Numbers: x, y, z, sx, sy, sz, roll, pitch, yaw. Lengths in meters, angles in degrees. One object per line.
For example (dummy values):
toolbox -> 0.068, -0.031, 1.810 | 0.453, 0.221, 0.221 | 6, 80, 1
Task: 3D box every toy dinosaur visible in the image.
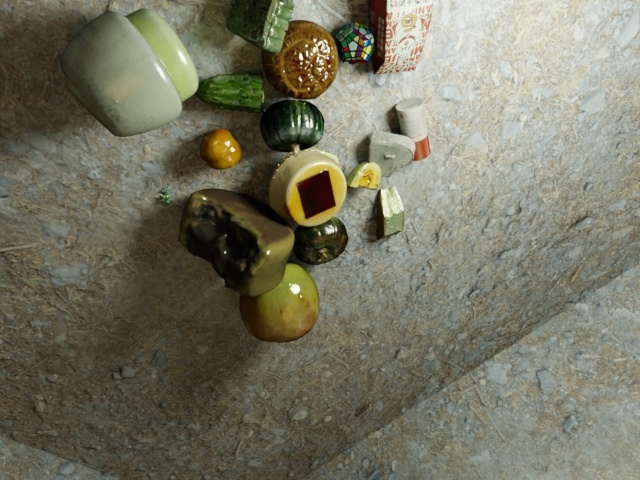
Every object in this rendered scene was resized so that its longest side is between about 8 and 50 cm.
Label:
toy dinosaur -> -0.554, -0.159, 1.798 | 0.083, 0.021, 0.062 | -36, 133, 15

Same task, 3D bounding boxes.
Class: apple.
apple -> -0.170, 0.240, 2.009 | 0.339, 0.338, 0.304 | -14, 112, -7

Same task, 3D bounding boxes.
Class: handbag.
handbag -> 0.253, -0.675, 1.583 | 0.171, 0.151, 0.298 | -15, 131, -12

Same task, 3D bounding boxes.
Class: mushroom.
mushroom -> -0.059, -0.568, 1.573 | 0.253, 0.153, 0.253 | -8, 117, -16

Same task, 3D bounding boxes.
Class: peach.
peach -> -0.342, -0.306, 1.687 | 0.138, 0.138, 0.138 | -8, 126, -11

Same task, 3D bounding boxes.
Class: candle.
candle -> 0.245, -0.329, 1.837 | 0.168, 0.068, 0.192 | 41, 135, -23

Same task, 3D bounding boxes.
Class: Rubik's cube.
Rubik's cube -> 0.111, -0.628, 1.587 | 0.112, 0.133, 0.133 | -23, 128, -5

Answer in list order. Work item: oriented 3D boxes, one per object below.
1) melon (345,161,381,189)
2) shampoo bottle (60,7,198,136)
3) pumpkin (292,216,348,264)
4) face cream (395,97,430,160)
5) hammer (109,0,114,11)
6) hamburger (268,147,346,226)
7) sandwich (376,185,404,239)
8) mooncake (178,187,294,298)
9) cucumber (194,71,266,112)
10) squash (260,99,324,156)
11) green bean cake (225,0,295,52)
melon -> 0.159, -0.246, 1.853 | 0.160, 0.079, 0.128 | 1, 124, -44
shampoo bottle -> -0.534, -0.463, 1.389 | 0.317, 0.322, 0.322 | -37, 129, -17
pumpkin -> 0.001, 0.003, 1.960 | 0.238, 0.159, 0.238 | -15, 155, -7
face cream -> 0.345, -0.407, 1.832 | 0.096, 0.095, 0.214 | -21, 128, -1
hammer -> -0.608, -0.659, 1.431 | 0.029, 0.014, 0.123 | 27, 117, -21
hamburger -> -0.048, -0.191, 1.805 | 0.302, 0.170, 0.301 | -16, 125, -24
sandwich -> 0.285, -0.093, 2.046 | 0.094, 0.096, 0.257 | -15, 130, -12
mooncake -> -0.296, 0.010, 1.758 | 0.394, 0.394, 0.246 | 10, 122, -22
cucumber -> -0.297, -0.476, 1.591 | 0.245, 0.134, 0.134 | 1, 125, -5
squash -> -0.093, -0.379, 1.661 | 0.218, 0.172, 0.218 | -3, 153, -2
green bean cake -> -0.179, -0.660, 1.443 | 0.094, 0.173, 0.181 | -22, 143, -57
